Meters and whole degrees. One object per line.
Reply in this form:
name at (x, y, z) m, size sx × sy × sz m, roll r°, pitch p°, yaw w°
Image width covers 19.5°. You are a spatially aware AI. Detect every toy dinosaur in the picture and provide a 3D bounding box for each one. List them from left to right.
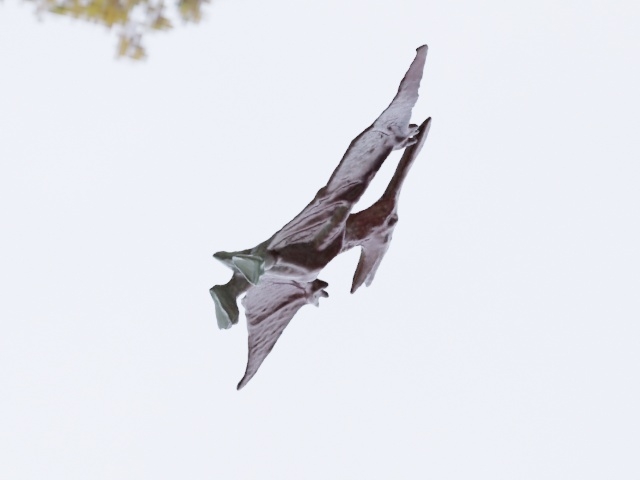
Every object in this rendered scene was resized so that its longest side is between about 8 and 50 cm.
toy dinosaur at (-0.001, -0.001, 0.823) m, size 0.108 × 0.220 × 0.032 m, roll -20°, pitch -118°, yaw -41°
